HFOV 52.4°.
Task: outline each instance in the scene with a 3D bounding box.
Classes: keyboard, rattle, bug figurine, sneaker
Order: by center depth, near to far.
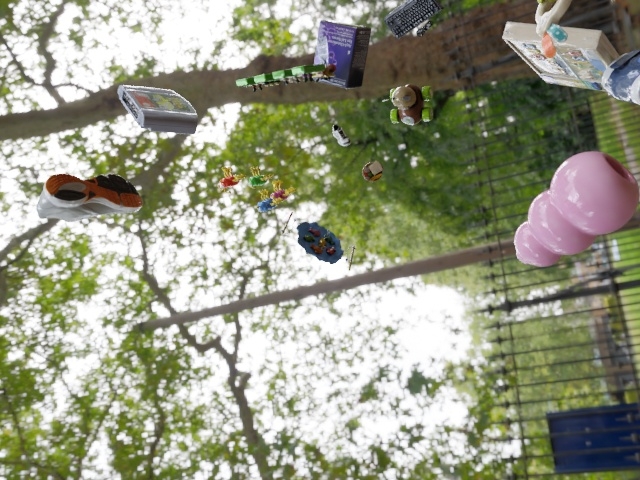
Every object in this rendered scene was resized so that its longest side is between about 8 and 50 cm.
[{"bbox_3d":[0.492,-0.530,1.470,0.142,0.130,0.200,26,-102,-26],"label":"rattle"},{"bbox_3d":[-0.563,-0.094,1.581,0.262,0.121,0.099,4,-125,-49],"label":"sneaker"},{"bbox_3d":[0.906,-0.477,1.710,0.130,0.322,0.236,57,-173,-26],"label":"sneaker"},{"bbox_3d":[0.267,-0.625,1.833,0.108,0.180,0.023,43,-122,-19],"label":"keyboard"},{"bbox_3d":[0.059,-0.308,1.902,0.083,0.031,0.037,48,163,37],"label":"sneaker"},{"bbox_3d":[-0.222,-0.180,2.331,0.216,0.279,0.072,-20,-46,-48],"label":"bug figurine"}]

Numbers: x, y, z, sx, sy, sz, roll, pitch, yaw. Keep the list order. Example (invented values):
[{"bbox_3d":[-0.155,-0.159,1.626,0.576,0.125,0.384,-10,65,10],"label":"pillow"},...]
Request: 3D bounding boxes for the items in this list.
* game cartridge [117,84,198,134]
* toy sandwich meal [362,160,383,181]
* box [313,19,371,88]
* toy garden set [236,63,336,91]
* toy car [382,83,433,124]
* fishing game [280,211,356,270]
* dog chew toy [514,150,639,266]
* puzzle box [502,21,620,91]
[{"bbox_3d":[-0.499,-0.411,2.028,0.196,0.294,0.060,3,-61,-35],"label":"game cartridge"},{"bbox_3d":[0.202,-0.265,2.493,0.029,0.085,0.086,48,-147,-79],"label":"toy sandwich meal"},{"bbox_3d":[0.072,-0.641,2.244,0.108,0.153,0.207,-24,-52,-54],"label":"box"},{"bbox_3d":[-0.088,-0.473,1.910,0.203,0.244,0.049,-27,-70,-53],"label":"toy garden set"},{"bbox_3d":[0.307,-0.499,2.368,0.188,0.154,0.149,-14,-76,-61],"label":"toy car"},{"bbox_3d":[0.000,0.000,2.148,0.264,0.041,0.189,31,-145,-7],"label":"fishing game"},{"bbox_3d":[0.615,-0.061,1.616,0.206,0.332,0.207,26,-145,-20],"label":"dog chew toy"},{"bbox_3d":[0.730,-0.527,1.900,0.408,0.272,0.052,11,-82,-52],"label":"puzzle box"}]
